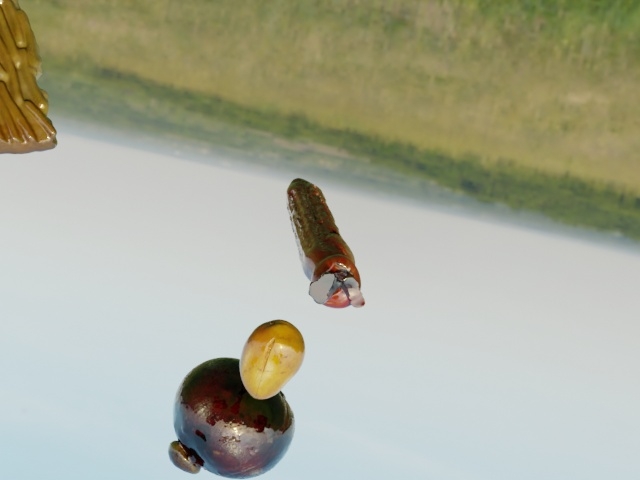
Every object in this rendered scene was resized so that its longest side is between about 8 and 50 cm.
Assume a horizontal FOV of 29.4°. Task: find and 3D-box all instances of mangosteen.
[{"bbox_3d":[-0.107,0.210,1.390,0.152,0.152,0.152,12,-178,-1],"label":"mangosteen"}]

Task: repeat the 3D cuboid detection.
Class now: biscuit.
[{"bbox_3d":[-0.273,-0.157,0.926,0.228,0.176,0.031,35,149,8],"label":"biscuit"}]

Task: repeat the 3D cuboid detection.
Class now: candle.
[{"bbox_3d":[0.000,0.000,1.151,0.048,0.051,0.329,-21,-162,1],"label":"candle"}]

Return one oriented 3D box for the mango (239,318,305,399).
[{"bbox_3d":[-0.048,0.117,1.177,0.060,0.089,0.046,22,-157,4],"label":"mango"}]
